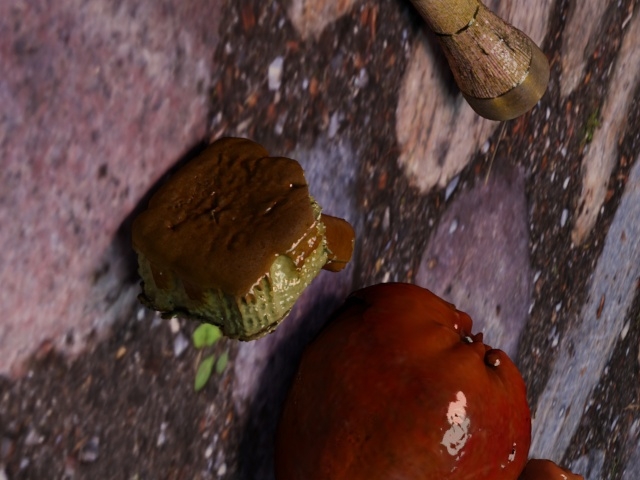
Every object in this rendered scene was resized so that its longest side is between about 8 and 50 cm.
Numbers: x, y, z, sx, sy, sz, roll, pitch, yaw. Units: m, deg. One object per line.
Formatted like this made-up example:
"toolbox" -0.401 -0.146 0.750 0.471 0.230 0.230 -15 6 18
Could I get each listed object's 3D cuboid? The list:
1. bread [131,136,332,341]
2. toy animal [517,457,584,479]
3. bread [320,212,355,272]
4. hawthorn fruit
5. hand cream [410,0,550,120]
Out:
"bread" -0.057 -0.001 1.110 0.140 0.128 0.069 -49 148 -34
"toy animal" 0.162 0.354 1.650 0.169 0.195 0.281 18 84 -21
"bread" 0.000 0.000 1.302 0.083 0.036 0.047 15 90 -63
"hawthorn fruit" 0.051 0.188 1.337 0.211 0.211 0.299 18 101 -61
"hand cream" 0.129 -0.183 1.391 0.203 0.084 0.084 38 73 -52
